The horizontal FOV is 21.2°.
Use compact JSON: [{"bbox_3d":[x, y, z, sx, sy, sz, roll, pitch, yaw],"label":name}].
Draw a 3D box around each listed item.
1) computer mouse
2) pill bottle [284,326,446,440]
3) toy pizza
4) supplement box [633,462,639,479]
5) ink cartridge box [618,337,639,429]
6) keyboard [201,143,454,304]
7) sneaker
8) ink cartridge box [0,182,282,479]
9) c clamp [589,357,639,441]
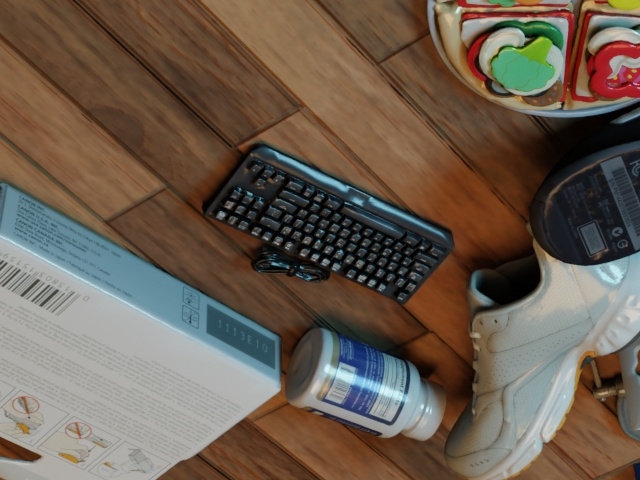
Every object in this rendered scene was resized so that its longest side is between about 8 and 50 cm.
[{"bbox_3d":[0.283,-0.042,1.215,0.262,0.060,0.184,-28,125,10],"label":"computer mouse"},{"bbox_3d":[0.037,0.118,1.363,0.120,0.067,0.067,22,131,-21],"label":"pill bottle"},{"bbox_3d":[0.171,-0.152,1.119,0.201,0.032,0.201,0,135,0],"label":"toy pizza"},{"bbox_3d":[0.325,0.232,1.487,0.083,0.056,0.083,-14,134,13],"label":"supplement box"},{"bbox_3d":[0.329,0.080,1.294,0.198,0.115,0.067,-27,130,25],"label":"ink cartridge box"},{"bbox_3d":[0.000,0.000,1.276,0.180,0.023,0.108,25,130,-22],"label":"keyboard"},{"bbox_3d":[0.148,0.077,1.317,0.121,0.099,0.262,24,123,-13],"label":"sneaker"},{"bbox_3d":[-0.208,0.100,1.348,0.275,0.060,0.239,31,128,-28],"label":"ink cartridge box"},{"bbox_3d":[0.302,0.124,1.403,0.160,0.022,0.137,-8,134,7],"label":"c clamp"}]
